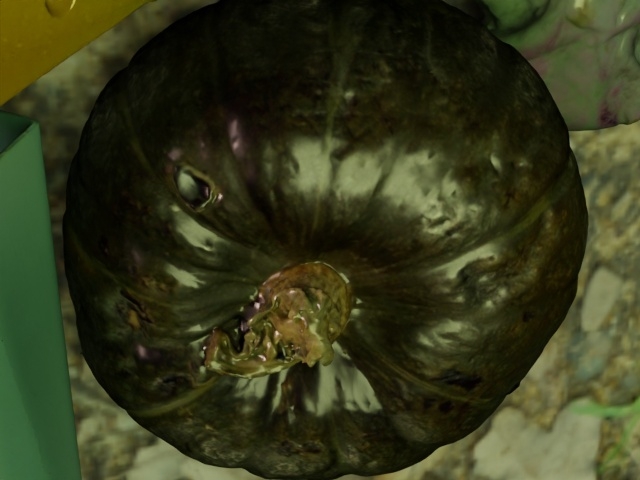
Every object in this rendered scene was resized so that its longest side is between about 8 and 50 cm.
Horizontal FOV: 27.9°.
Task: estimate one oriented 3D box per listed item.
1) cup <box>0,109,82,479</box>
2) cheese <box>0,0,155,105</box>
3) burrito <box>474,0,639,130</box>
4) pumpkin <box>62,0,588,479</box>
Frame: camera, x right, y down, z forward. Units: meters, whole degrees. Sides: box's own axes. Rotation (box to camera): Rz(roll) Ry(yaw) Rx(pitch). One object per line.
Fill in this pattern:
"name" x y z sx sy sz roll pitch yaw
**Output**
"cup" -0.165 0.074 0.533 0.134 0.148 0.235 -1 115 17
"cheese" -0.150 -0.082 0.459 0.171 0.093 0.126 -24 128 -42
"burrito" 0.118 -0.160 0.558 0.144 0.089 0.228 -10 112 -11
"pumpkin" 0.000 0.000 0.537 0.224 0.157 0.223 1 117 1
